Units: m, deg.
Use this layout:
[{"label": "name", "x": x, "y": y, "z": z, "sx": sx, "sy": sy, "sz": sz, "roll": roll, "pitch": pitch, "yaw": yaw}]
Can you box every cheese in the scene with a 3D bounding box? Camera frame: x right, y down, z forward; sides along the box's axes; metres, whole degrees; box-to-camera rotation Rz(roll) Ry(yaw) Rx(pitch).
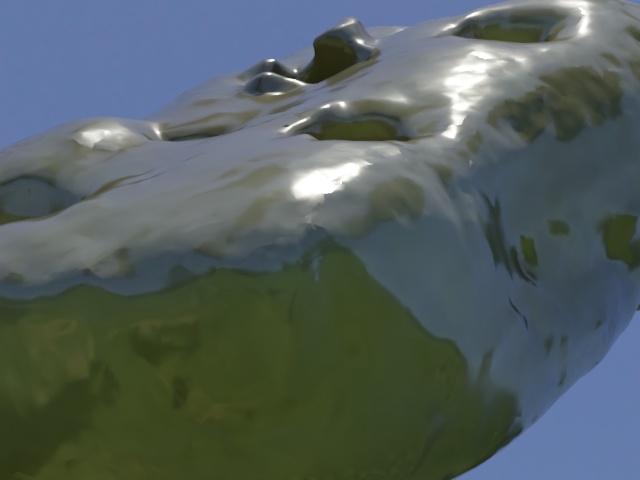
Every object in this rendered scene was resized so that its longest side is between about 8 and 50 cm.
[{"label": "cheese", "x": 0.000, "y": -0.002, "z": 0.476, "sx": 0.159, "sy": 0.263, "sz": 0.093, "roll": -1, "pitch": -71, "yaw": 36}]
